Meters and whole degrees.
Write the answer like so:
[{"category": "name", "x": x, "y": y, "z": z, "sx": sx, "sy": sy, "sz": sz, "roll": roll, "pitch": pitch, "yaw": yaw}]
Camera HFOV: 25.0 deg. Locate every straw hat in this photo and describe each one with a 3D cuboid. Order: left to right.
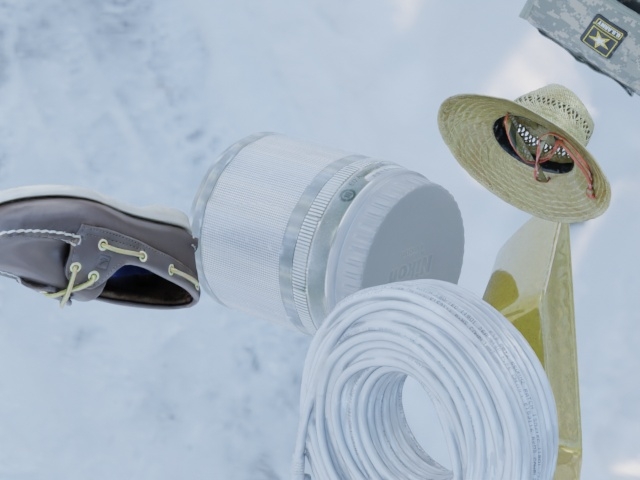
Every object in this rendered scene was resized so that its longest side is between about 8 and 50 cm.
[{"category": "straw hat", "x": 0.159, "y": -0.078, "z": 1.027, "sx": 0.061, "sy": 0.144, "sz": 0.144, "roll": -54, "pitch": 125, "yaw": -20}]

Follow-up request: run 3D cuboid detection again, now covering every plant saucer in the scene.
[{"category": "plant saucer", "x": 0.220, "y": 0.156, "z": 1.517, "sx": 0.333, "sy": 0.081, "sz": 0.333, "roll": -56, "pitch": 142, "yaw": -67}]

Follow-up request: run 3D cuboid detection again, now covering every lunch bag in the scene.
[{"category": "lunch bag", "x": 0.443, "y": -0.361, "z": 2.016, "sx": 0.287, "sy": 0.235, "sz": 0.169, "roll": -59, "pitch": 176, "yaw": 23}]

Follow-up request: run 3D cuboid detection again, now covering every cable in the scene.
[{"category": "cable", "x": 0.089, "y": 0.161, "z": 1.240, "sx": 0.089, "sy": 0.257, "sz": 0.257, "roll": -14, "pitch": 116, "yaw": -43}]

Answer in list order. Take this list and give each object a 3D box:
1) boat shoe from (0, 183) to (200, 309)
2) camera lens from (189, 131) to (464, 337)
[{"category": "boat shoe", "x": -0.239, "y": 0.017, "z": 1.465, "sx": 0.324, "sy": 0.116, "sz": 0.097, "roll": 9, "pitch": 56, "yaw": -56}, {"category": "camera lens", "x": 0.000, "y": 0.000, "z": 1.672, "sx": 0.219, "sy": 0.274, "sz": 0.219, "roll": -23, "pitch": 120, "yaw": -46}]
